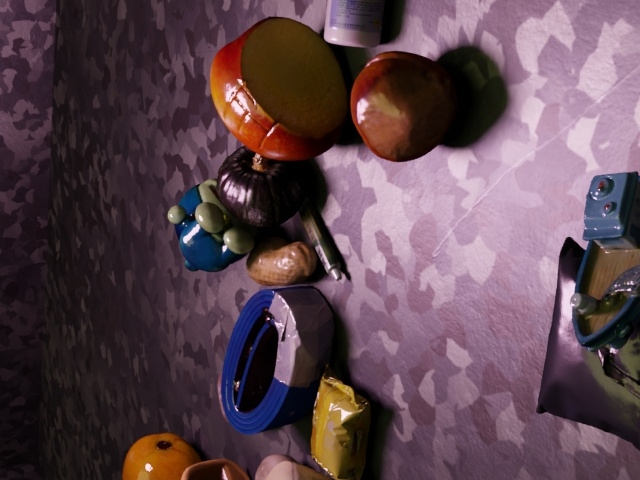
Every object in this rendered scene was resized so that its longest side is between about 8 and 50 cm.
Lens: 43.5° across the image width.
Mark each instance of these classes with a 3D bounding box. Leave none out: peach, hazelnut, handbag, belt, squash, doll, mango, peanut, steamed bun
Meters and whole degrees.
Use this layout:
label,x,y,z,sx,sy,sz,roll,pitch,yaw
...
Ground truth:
label,x,y,z,sx,sy,sz,roll,pitch,yaw
peach,-0.069,-0.271,1.542,0.274,0.249,0.245,58,176,14
hazelnut,0.140,-0.221,1.289,0.182,0.182,0.182,14,107,55
handbag,0.382,0.137,1.035,0.211,0.089,0.254,17,102,53
belt,-0.097,0.260,1.716,0.212,0.117,0.346,42,120,38
squash,-0.124,-0.118,1.677,0.156,0.193,0.193,94,160,-72
doll,-0.239,-0.030,1.806,0.186,0.198,0.322,-47,7,16
mango,-0.421,0.726,2.248,0.264,0.221,0.377,0,106,54
peanut,-0.085,0.046,1.724,0.226,0.095,0.108,-3,94,56
steamed bun,-0.016,0.562,1.591,0.170,0.226,0.200,-56,30,8

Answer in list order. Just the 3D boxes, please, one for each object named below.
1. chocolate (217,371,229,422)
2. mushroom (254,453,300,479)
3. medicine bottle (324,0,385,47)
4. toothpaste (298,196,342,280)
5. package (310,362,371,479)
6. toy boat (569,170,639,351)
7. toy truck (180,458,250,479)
label,x,y,z,sx,sy,sz,roll,pitch,yaw
chocolate,-0.188,0.379,1.948,0.261,0.083,0.160,-18,82,56
mushroom,-0.105,0.573,1.754,0.206,0.209,0.206,-23,58,42
medicine bottle,0.065,-0.439,1.408,0.103,0.103,0.186,31,120,51
toothpaste,0.000,0.000,1.646,0.049,0.032,0.204,-57,47,41
package,0.038,0.376,1.598,0.168,0.090,0.226,33,119,54
toy boat,0.353,0.022,0.964,0.109,0.098,0.237,-2,66,52
toy truck,-0.286,0.678,1.998,0.212,0.288,0.204,-41,57,23
